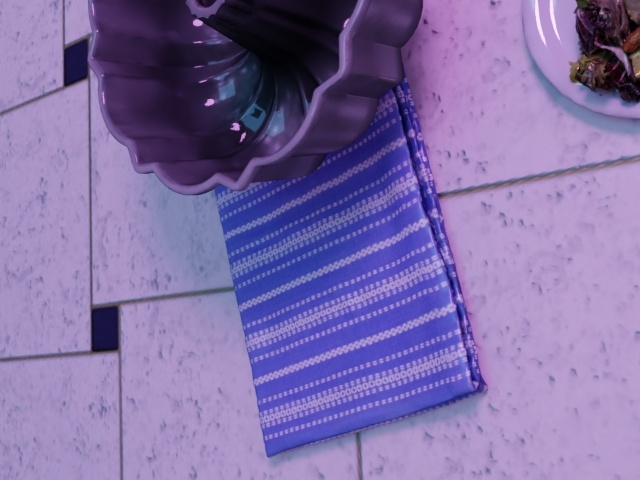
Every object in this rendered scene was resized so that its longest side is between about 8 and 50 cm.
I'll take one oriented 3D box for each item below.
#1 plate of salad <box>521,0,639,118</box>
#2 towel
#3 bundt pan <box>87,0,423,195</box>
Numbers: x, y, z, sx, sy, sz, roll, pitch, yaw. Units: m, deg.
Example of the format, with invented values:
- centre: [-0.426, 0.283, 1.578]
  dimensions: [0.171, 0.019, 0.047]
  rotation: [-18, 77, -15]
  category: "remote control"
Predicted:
- centre: [0.223, -0.183, 0.595]
  dimensions: [0.200, 0.048, 0.199]
  rotation: [-5, 82, 39]
  category: "plate of salad"
- centre: [0.000, 0.000, 0.771]
  dimensions: [0.243, 0.040, 0.336]
  rotation: [-26, 70, 37]
  category: "towel"
- centre: [-0.048, -0.195, 0.721]
  dimensions: [0.331, 0.124, 0.330]
  rotation: [-3, 86, 42]
  category: "bundt pan"
